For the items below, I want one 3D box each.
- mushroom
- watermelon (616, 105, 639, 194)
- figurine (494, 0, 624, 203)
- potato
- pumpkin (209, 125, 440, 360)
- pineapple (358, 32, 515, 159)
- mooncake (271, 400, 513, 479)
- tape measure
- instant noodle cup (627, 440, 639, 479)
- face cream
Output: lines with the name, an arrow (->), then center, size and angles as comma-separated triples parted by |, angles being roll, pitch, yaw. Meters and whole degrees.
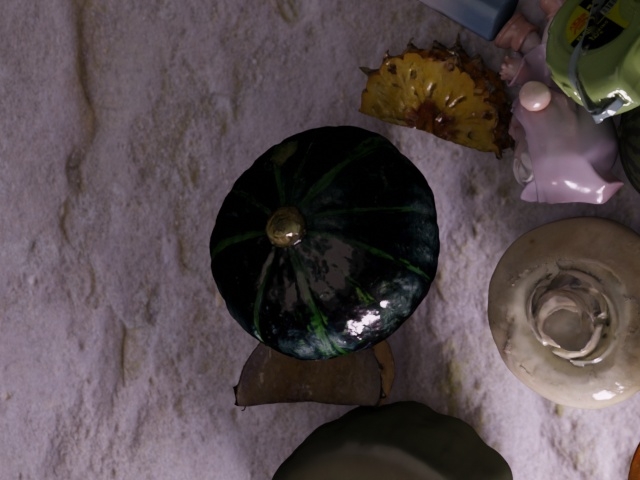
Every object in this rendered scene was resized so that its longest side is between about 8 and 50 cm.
mushroom -> 0.325, 0.090, 1.886 | 0.246, 0.202, 0.246 | 1, 92, 20
watermelon -> 0.456, -0.124, 1.773 | 0.212, 0.212, 0.212 | 5, 104, 22
figurine -> 0.294, -0.168, 1.864 | 0.133, 0.200, 0.276 | -10, 72, 10
potato -> -0.002, 0.164, 2.099 | 0.243, 0.098, 0.138 | -3, 94, 28
pumpkin -> 0.000, 0.000, 1.949 | 0.315, 0.238, 0.315 | -5, 74, 18
pineapple -> 0.163, -0.201, 1.956 | 0.233, 0.079, 0.135 | 21, 107, 18
mooncake -> 0.100, 0.398, 2.056 | 0.356, 0.194, 0.356 | 5, 106, 19
tape measure -> 0.349, -0.232, 1.735 | 0.200, 0.106, 0.175 | -53, 36, 1
instant noodle cup -> 0.534, 0.287, 1.828 | 0.296, 0.214, 0.296 | 5, 103, 22
face cream -> 0.133, -0.349, 1.935 | 0.250, 0.077, 0.077 | 32, 112, 15
